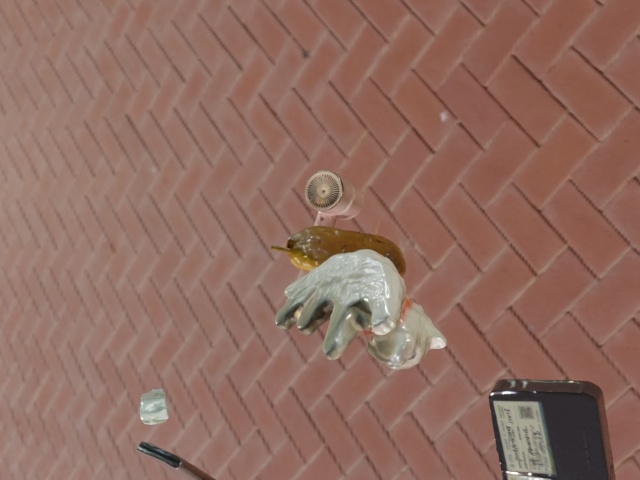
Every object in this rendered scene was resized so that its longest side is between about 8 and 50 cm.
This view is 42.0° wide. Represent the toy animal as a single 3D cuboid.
[{"bbox_3d":[0.072,0.141,1.525,0.308,0.188,0.266,-37,40,35],"label":"toy animal"}]

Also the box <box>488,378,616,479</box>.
[{"bbox_3d":[0.447,0.431,1.587,0.211,0.058,0.350,-3,108,32],"label":"box"}]

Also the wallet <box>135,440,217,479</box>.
[{"bbox_3d":[-0.343,0.596,2.157,0.165,0.309,0.042,18,69,34],"label":"wallet"}]

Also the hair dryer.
[{"bbox_3d":[0.000,0.000,2.129,0.107,0.189,0.344,20,91,21],"label":"hair dryer"}]

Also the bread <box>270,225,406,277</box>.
[{"bbox_3d":[0.041,0.038,1.939,0.084,0.344,0.124,126,144,-48],"label":"bread"}]

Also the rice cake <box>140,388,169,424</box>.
[{"bbox_3d":[-0.392,0.392,1.961,0.336,0.066,0.063,155,108,-76],"label":"rice cake"}]
